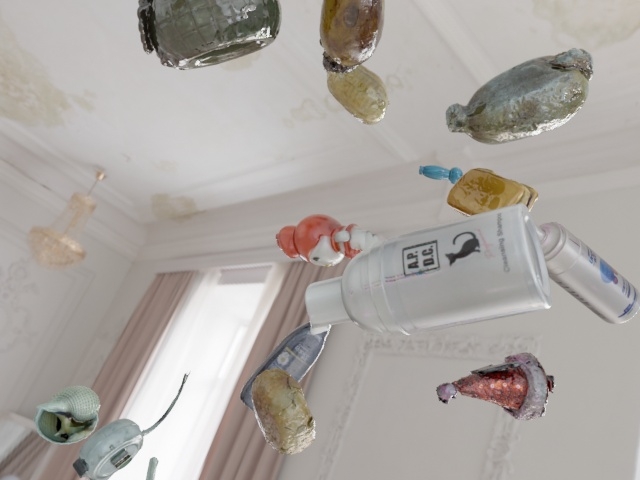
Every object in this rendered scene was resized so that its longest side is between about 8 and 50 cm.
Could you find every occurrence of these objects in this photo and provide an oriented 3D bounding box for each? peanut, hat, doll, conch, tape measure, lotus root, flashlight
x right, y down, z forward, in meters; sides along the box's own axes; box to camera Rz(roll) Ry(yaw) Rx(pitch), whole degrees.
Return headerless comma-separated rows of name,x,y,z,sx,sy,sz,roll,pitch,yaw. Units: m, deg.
peanut,0.102,-0.417,1.664,0.224,0.129,0.129,49,-22,10
hat,0.318,0.274,1.152,0.227,0.129,0.140,2,6,-16
doll,0.000,0.000,1.521,0.290,0.130,0.161,1,-9,31
conch,-0.343,0.237,0.827,0.085,0.076,0.056,-2,-18,-27
tape measure,-0.415,0.431,1.420,0.084,0.330,0.164,43,-22,17
lotus root,0.071,-0.499,1.328,0.141,0.169,0.314,7,-45,0
flashlight,0.348,-0.195,1.765,0.129,0.051,0.051,10,-25,5
lotus root,0.461,-0.314,1.408,0.349,0.175,0.175,-23,-36,7

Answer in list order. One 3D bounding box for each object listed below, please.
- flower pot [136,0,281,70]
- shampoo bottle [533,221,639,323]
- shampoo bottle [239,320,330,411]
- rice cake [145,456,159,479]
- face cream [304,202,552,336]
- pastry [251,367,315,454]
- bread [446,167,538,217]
flower pot,-0.239,-0.485,1.266,0.301,0.301,0.213,-5,-76,46
shampoo bottle,0.480,0.051,1.144,0.303,0.092,0.092,34,-27,-25
shampoo bottle,-0.071,0.264,1.295,0.087,0.234,0.049,40,0,-13
rice cake,-0.415,0.586,1.488,0.021,0.121,0.022,-25,-54,17
face cream,0.124,0.064,0.873,0.369,0.146,0.145,-16,-40,25
pastry,-0.067,0.295,1.055,0.153,0.081,0.153,56,-22,37
bread,0.347,-0.091,1.262,0.077,0.116,0.200,31,5,-31
